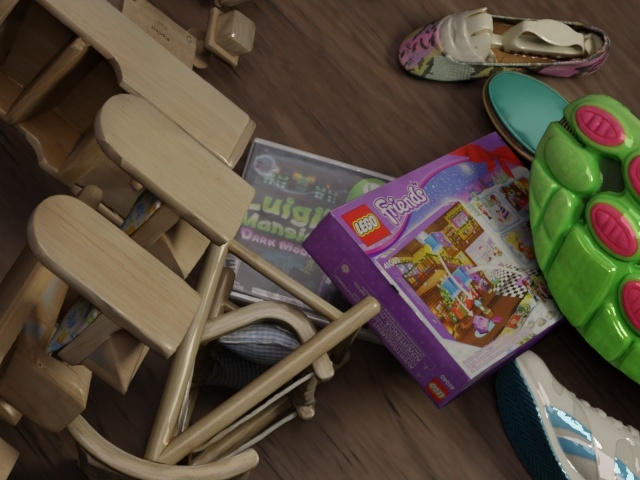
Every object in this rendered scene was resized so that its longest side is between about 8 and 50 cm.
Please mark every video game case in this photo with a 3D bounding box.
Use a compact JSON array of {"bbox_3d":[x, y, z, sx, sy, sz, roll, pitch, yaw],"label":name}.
[{"bbox_3d":[0.000,0.000,1.876,0.190,0.022,0.173,16,69,0],"label":"video game case"}]

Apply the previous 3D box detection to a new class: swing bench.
[{"bbox_3d":[-0.093,0.137,1.686,0.165,0.253,0.254,34,76,4],"label":"swing bench"}]

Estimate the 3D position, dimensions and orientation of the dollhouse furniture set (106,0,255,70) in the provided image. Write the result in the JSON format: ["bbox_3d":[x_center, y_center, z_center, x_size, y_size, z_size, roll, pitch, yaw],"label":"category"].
[{"bbox_3d":[-0.213,-0.326,1.878,0.174,0.303,0.355,-13,58,35],"label":"dollhouse furniture set"}]

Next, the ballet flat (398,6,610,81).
[{"bbox_3d":[0.193,-0.207,1.940,0.222,0.079,0.076,1,71,-5],"label":"ballet flat"}]

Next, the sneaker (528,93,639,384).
[{"bbox_3d":[0.372,0.067,1.797,0.185,0.202,0.483,-37,93,23],"label":"sneaker"}]

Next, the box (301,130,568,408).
[{"bbox_3d":[0.142,0.020,1.787,0.201,0.057,0.293,51,40,11],"label":"box"}]

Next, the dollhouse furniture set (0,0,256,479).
[{"bbox_3d":[-0.253,-0.024,1.579,0.256,0.362,0.394,39,43,-13],"label":"dollhouse furniture set"}]

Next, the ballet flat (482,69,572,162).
[{"bbox_3d":[0.259,-0.086,1.908,0.232,0.073,0.080,38,77,15],"label":"ballet flat"}]

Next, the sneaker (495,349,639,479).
[{"bbox_3d":[0.252,0.198,1.804,0.092,0.087,0.228,-30,83,-22],"label":"sneaker"}]
